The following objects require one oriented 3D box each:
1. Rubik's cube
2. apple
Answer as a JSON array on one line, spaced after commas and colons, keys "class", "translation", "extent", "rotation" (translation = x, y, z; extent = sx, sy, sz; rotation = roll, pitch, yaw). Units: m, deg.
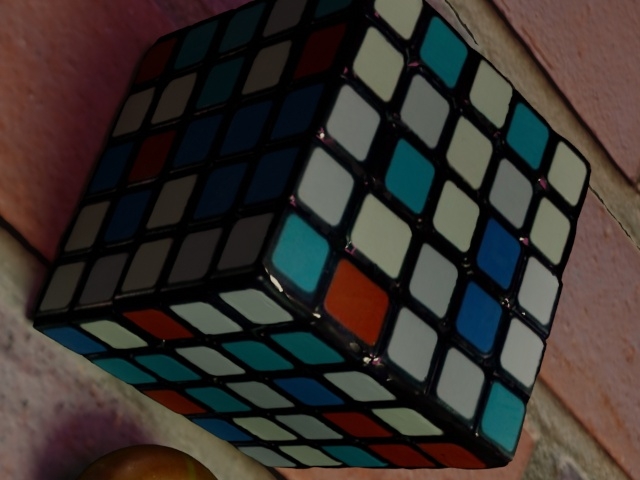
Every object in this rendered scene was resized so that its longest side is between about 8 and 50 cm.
[{"class": "Rubik's cube", "translation": [0.000, 0.000, 0.722], "extent": [0.187, 0.182, 0.184], "rotation": [39, 57, -32]}, {"class": "apple", "translation": [-0.085, 0.142, 0.689], "extent": [0.089, 0.074, 0.089], "rotation": [11, 73, -41]}]
